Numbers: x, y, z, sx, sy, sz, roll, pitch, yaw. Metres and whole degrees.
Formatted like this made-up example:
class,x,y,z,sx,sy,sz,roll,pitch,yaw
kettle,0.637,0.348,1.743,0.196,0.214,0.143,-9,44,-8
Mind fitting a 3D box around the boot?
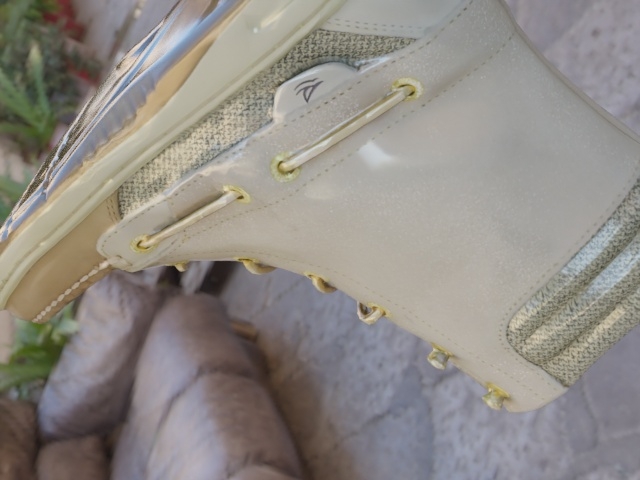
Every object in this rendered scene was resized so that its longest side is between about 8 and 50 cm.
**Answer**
class,x,y,z,sx,sy,sz,roll,pitch,yaw
boot,0.000,0.000,0.397,0.213,0.165,0.077,-37,25,36
